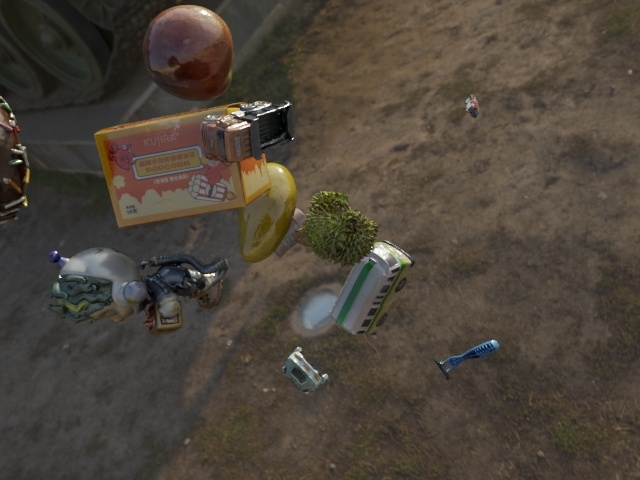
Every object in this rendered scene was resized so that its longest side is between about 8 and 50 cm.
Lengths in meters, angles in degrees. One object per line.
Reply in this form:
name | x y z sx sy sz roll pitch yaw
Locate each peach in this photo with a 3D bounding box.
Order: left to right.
peach | -0.345 -0.486 1.395 0.252 0.252 0.253 -19 45 20

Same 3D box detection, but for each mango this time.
mango | -0.162 -0.097 1.631 0.195 0.142 0.332 -22 54 31

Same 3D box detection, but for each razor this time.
razor | 0.460 0.365 1.664 0.042 0.082 0.253 -29 -10 -40

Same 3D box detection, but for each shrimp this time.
shrimp | 0.000 0.000 1.699 0.091 0.184 0.043 -39 45 32

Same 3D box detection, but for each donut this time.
donut | -0.616 -0.150 0.966 0.103 0.270 0.269 -17 26 -40

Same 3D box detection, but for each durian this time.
durian | 0.054 -0.025 1.484 0.200 0.237 0.177 -7 53 30

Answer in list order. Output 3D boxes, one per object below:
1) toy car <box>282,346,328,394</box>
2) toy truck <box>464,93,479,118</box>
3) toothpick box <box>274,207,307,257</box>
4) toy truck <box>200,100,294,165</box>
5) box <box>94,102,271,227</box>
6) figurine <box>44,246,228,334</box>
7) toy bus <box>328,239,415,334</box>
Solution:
toy car | -0.043 0.305 1.202 0.095 0.205 0.056 44 65 9
toy truck | 0.342 -0.302 1.191 0.024 0.032 0.083 -45 14 33
toothpick box | -0.110 -0.026 1.782 0.149 0.098 0.098 -40 41 -11
toy truck | -0.128 -0.205 0.993 0.092 0.083 0.192 20 36 33
box | -0.282 -0.172 1.158 0.283 0.214 0.259 -10 11 8
figurine | -0.426 0.120 1.223 0.261 0.381 0.186 -40 49 48
toy bus | 0.161 0.157 1.743 0.143 0.179 0.306 37 110 31
